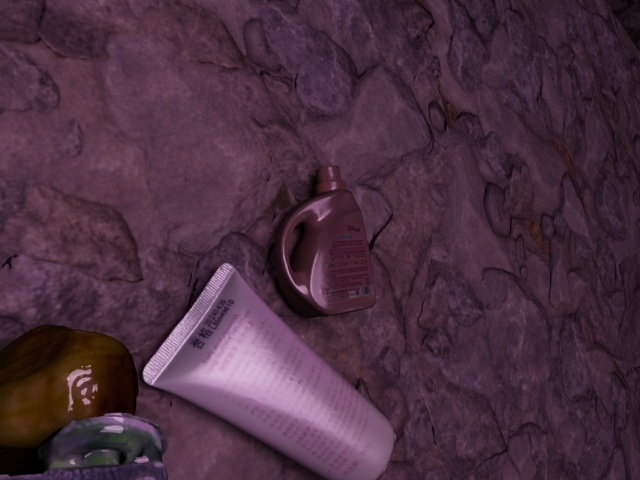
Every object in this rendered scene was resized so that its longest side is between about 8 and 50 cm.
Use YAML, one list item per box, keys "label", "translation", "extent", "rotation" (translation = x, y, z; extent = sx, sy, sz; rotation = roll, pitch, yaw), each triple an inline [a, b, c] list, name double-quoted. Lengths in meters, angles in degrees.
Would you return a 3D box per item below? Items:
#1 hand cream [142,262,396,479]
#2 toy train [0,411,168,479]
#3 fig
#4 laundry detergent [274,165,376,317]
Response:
- label: "hand cream"
  translation: [-0.050, 0.210, 0.693]
  extent: [0.359, 0.118, 0.185]
  rotation: [43, 60, -16]
- label: "toy train"
  translation: [-0.244, 0.265, 0.380]
  extent: [0.307, 0.248, 0.173]
  rotation: [6, 35, -26]
- label: "fig"
  translation: [-0.264, 0.159, 0.490]
  extent: [0.166, 0.144, 0.154]
  rotation: [-23, 73, -28]
- label: "laundry detergent"
  translation: [0.000, 0.000, 0.787]
  extent: [0.171, 0.076, 0.237]
  rotation: [-5, 84, -40]
